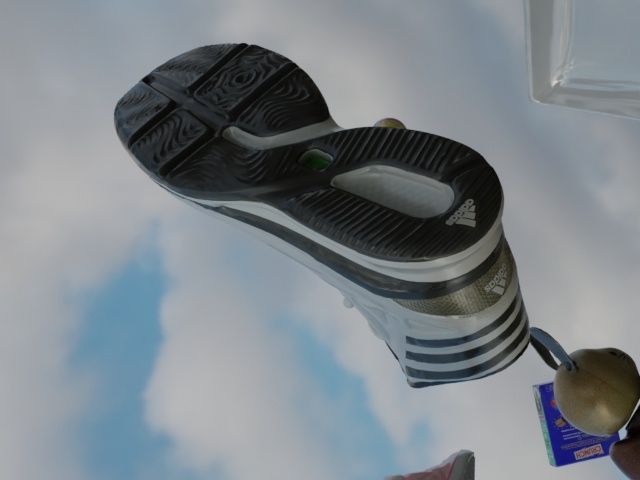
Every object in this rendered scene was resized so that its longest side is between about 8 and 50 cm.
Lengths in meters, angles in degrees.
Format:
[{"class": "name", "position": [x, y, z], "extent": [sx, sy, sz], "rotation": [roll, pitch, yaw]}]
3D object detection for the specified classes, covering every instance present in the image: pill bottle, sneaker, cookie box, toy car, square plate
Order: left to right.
[{"class": "sneaker", "position": [0.000, 0.001, 1.363], "extent": [0.447, 0.169, 0.257], "rotation": [29, 153, 42]}, {"class": "pill bottle", "position": [0.075, -0.101, 1.709], "extent": [0.043, 0.043, 0.083], "rotation": [50, -161, -18]}, {"class": "sneaker", "position": [0.085, 0.204, 1.272], "extent": [0.134, 0.070, 0.051], "rotation": [-35, -54, -68]}, {"class": "cookie box", "position": [0.330, 0.230, 2.003], "extent": [0.040, 0.091, 0.107], "rotation": [121, 137, -85]}, {"class": "toy car", "position": [0.276, 0.128, 1.438], "extent": [0.188, 0.149, 0.155], "rotation": [31, 174, 9]}, {"class": "square plate", "position": [0.389, -0.255, 1.676], "extent": [0.344, 0.347, 0.049], "rotation": [78, -151, -49]}]
